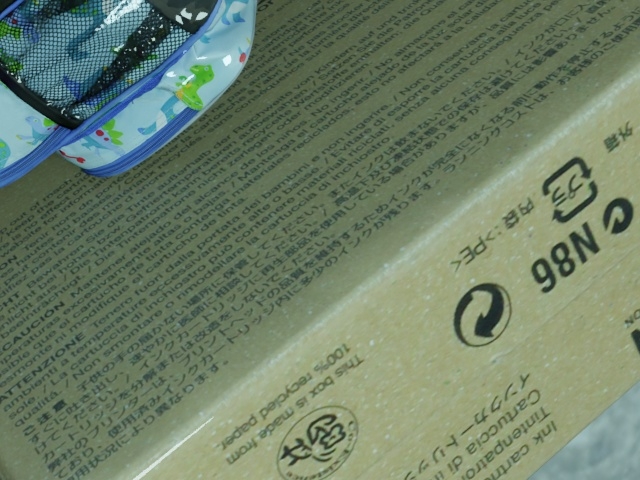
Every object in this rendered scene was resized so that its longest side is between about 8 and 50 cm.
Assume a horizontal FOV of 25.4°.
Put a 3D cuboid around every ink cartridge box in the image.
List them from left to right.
[{"bbox_3d":[0.000,0.000,0.432,0.235,0.193,0.088,-38,122,-12],"label":"ink cartridge box"}]

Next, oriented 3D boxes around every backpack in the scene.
[{"bbox_3d":[-0.076,-0.068,0.416,0.114,0.105,0.084,-31,128,23],"label":"backpack"}]
